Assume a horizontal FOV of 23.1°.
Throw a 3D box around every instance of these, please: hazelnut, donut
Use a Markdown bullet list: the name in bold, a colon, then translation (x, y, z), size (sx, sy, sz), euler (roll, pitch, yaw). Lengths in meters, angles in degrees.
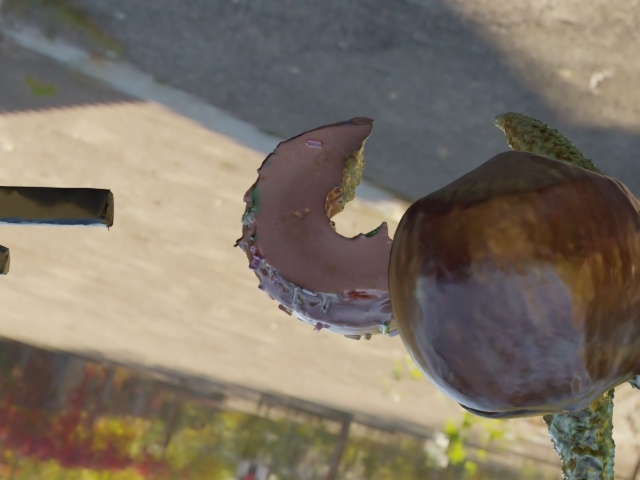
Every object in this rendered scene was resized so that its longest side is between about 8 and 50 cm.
- **hazelnut**: translation (0.114, 0.026, 0.836), size (0.154, 0.143, 0.143), euler (-7, -178, -31)
- **donut**: translation (0.000, 0.000, 1.062), size (0.117, 0.166, 0.065), euler (-12, 147, -1)

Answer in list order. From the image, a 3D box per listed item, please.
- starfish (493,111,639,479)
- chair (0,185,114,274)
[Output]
- **starfish**: translation (0.171, 0.049, 1.016), size (0.357, 0.347, 0.078), euler (-12, 156, 40)
- **chair**: translation (-0.241, -0.071, 0.546), size (0.319, 0.160, 0.186), euler (3, -174, 5)
